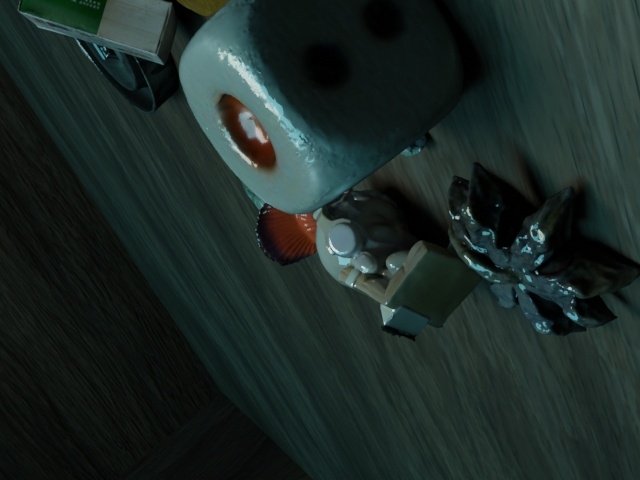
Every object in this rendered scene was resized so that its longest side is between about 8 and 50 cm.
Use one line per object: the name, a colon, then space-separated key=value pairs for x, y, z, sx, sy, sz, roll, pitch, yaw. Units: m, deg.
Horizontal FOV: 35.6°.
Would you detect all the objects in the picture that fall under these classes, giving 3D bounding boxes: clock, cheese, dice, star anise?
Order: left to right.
clock: x=-0.355 y=-0.355 z=1.685 sx=0.312 sy=0.061 sz=0.312 roll=46 pitch=163 yaw=18
cheese: x=-0.097 y=-0.066 z=1.676 sx=0.121 sy=0.026 sz=0.067 roll=30 pitch=153 yaw=53
dice: x=-0.001 y=-0.148 z=0.912 sx=0.194 sy=0.192 sz=0.193 roll=54 pitch=160 yaw=-3
star anise: x=0.190 y=0.014 z=0.974 sx=0.230 sy=0.081 sz=0.262 roll=48 pitch=165 yaw=-29

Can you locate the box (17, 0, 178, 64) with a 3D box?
box: x=-0.304 y=-0.313 z=1.388 sx=0.199 sy=0.081 sz=0.135 roll=18 pitch=-178 yaw=-6

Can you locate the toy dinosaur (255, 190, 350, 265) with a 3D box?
toy dinosaur: x=-0.007 y=0.002 z=1.375 sx=0.070 sy=0.139 sz=0.286 roll=30 pitch=154 yaw=54

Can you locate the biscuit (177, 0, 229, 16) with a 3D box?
biscuit: x=-0.177 y=-0.391 z=1.126 sx=0.351 sy=0.057 sz=0.312 roll=29 pitch=152 yaw=53

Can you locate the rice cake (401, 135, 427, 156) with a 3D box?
rice cake: x=0.050 y=-0.165 z=1.047 sx=0.180 sy=0.030 sz=0.042 roll=53 pitch=169 yaw=-5

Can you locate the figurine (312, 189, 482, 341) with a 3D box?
figurine: x=0.076 y=0.007 z=1.192 sx=0.163 sy=0.141 sz=0.237 roll=22 pitch=-167 yaw=-35
